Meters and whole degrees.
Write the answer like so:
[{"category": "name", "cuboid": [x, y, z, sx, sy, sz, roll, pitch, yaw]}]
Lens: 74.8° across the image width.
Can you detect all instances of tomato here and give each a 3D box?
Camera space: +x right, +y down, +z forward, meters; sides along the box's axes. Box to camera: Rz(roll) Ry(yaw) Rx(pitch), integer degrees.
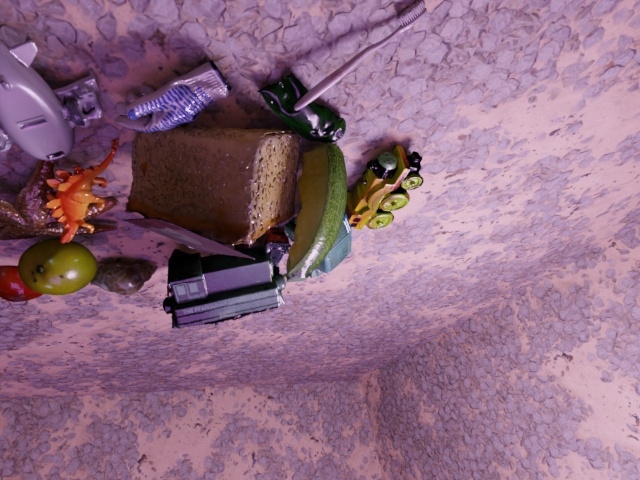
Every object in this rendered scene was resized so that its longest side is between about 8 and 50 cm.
[{"category": "tomato", "cuboid": [-0.898, 0.142, 1.255, 0.155, 0.070, 0.156, -10, 150, -6]}]

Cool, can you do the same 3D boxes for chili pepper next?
[{"category": "chili pepper", "cuboid": [-0.035, -0.275, 0.901, 0.098, 0.061, 0.224, -33, 145, 30]}]

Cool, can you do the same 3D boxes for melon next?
[{"category": "melon", "cuboid": [-0.005, -0.054, 1.006, 0.124, 0.324, 0.196, 5, 168, 10]}]

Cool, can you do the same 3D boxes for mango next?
[{"category": "mango", "cuboid": [-0.683, 0.070, 1.107, 0.175, 0.143, 0.293, 6, 174, -20]}]

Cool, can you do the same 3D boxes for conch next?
[{"category": "conch", "cuboid": [-0.611, 0.112, 1.285, 0.172, 0.106, 0.116, 8, 170, 1]}]

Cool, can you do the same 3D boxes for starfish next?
[{"category": "starfish", "cuboid": [-0.670, -0.065, 0.982, 0.326, 0.095, 0.375, -24, 152, 15]}]

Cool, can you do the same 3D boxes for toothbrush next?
[{"category": "toothbrush", "cuboid": [0.069, -0.350, 0.805, 0.307, 0.025, 0.029, -34, 136, 14]}]

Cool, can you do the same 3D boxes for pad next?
[{"category": "pad", "cuboid": [-0.286, -0.005, 0.877, 0.202, 0.005, 0.299, 27, 166, -34]}]

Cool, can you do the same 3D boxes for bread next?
[{"category": "bread", "cuboid": [-0.221, -0.140, 0.945, 0.314, 0.249, 0.279, 17, -160, 24]}]

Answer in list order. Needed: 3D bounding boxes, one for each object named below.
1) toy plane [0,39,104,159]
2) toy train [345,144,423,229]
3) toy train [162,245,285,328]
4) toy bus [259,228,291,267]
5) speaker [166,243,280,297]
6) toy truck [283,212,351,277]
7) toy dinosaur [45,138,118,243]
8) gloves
[{"category": "toy plane", "cuboid": [-0.515, -0.242, 0.729, 0.251, 0.118, 0.252, -26, 153, -14]}, {"category": "toy train", "cuboid": [0.164, -0.136, 1.159, 0.160, 0.101, 0.296, 3, 145, -21]}, {"category": "toy train", "cuboid": [-0.257, 0.116, 1.115, 0.329, 0.139, 0.179, -11, 123, -12]}, {"category": "toy bus", "cuboid": [-0.158, 0.034, 1.338, 0.079, 0.077, 0.174, 3, 146, -24]}, {"category": "speaker", "cuboid": [-0.291, 0.077, 1.270, 0.328, 0.260, 0.198, -6, -167, -5]}, {"category": "toy truck", "cuboid": [0.000, 0.000, 1.220, 0.155, 0.156, 0.279, -42, 155, -20]}, {"category": "toy dinosaur", "cuboid": [-0.535, -0.106, 0.915, 0.117, 0.070, 0.288, 6, 126, -50]}, {"category": "gloves", "cuboid": [-0.280, -0.263, 0.788, 0.228, 0.097, 0.119, -16, -174, 2]}]
